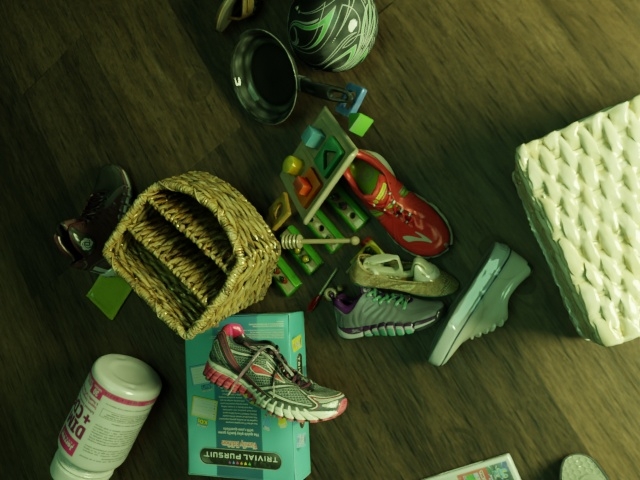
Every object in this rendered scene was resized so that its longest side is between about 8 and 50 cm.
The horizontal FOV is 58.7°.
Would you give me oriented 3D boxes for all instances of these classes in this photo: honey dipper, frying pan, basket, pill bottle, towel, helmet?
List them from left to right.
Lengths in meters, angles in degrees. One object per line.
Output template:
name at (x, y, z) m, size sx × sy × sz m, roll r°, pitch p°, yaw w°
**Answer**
pill bottle at (-0.492, 0.417, 1.295) m, size 0.160 × 0.160 × 0.283 m, roll 32°, pitch 99°, yaw 21°
towel at (-0.481, 0.072, 1.384) m, size 0.102 × 0.021 × 0.237 m, roll 40°, pitch 103°, yaw 21°
basket at (-0.259, 0.009, 1.147) m, size 0.299 × 0.223 × 0.213 m, roll 41°, pitch 130°, yaw 22°
frying pan at (-0.070, -0.346, 1.152) m, size 0.326 × 0.053 × 0.197 m, roll -4°, pitch 110°, yaw 45°
honey dipper at (0.000, 0.000, 1.129) m, size 0.161 × 0.030 × 0.030 m, roll -3°, pitch 86°, yaw 22°
helmet at (0.033, -0.417, 1.115) m, size 0.162 × 0.169 × 0.169 m, roll 12°, pitch 92°, yaw 40°
basket at (0.493, -0.036, 0.847) m, size 0.329 × 0.266 × 0.331 m, roll -23°, pitch 80°, yaw 19°

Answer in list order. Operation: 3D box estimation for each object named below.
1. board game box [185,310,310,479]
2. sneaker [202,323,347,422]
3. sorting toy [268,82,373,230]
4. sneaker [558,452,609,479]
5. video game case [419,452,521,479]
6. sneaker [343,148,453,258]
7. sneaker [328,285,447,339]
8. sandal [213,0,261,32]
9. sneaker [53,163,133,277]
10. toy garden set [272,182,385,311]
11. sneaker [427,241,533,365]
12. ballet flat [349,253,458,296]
board game box at (-0.157, 0.322, 1.203) m, size 0.254 × 0.079 × 0.335 m, roll -4°, pitch 86°, yaw 22°
sneaker at (-0.088, 0.252, 1.071) m, size 0.299 × 0.121 × 0.111 m, roll 18°, pitch 92°, yaw 22°
sorting toy at (-0.020, -0.153, 1.120) m, size 0.347 × 0.047 × 0.196 m, roll -54°, pitch 37°, yaw 25°
sneaker at (0.450, 0.486, 0.936) m, size 0.086 × 0.163 × 0.226 m, roll -11°, pitch 41°, yaw 8°
video game case at (0.298, 0.511, 1.032) m, size 0.184 × 0.023 × 0.201 m, roll -26°, pitch 77°, yaw 20°
sneaker at (0.128, -0.070, 1.080) m, size 0.279 × 0.118 × 0.107 m, roll 46°, pitch 106°, yaw 19°
sneaker at (0.121, 0.125, 1.077) m, size 0.224 × 0.083 × 0.098 m, roll -14°, pitch 103°, yaw 24°
sandal at (-0.152, -0.535, 1.254) m, size 0.219 × 0.090 × 0.060 m, roll -41°, pitch 95°, yaw 9°
sneaker at (-0.531, -0.060, 1.320) m, size 0.107 × 0.163 × 0.281 m, roll -13°, pitch 74°, yaw 31°
toy garden set at (0.005, 0.033, 1.164) m, size 0.244 × 0.049 × 0.203 m, roll -45°, pitch 72°, yaw 15°
sneaker at (0.285, 0.131, 1.020) m, size 0.091 × 0.094 × 0.258 m, roll 31°, pitch 107°, yaw 5°
ballet flat at (0.156, 0.060, 1.061) m, size 0.206 × 0.073 × 0.067 m, roll 3°, pitch 128°, yaw 4°
